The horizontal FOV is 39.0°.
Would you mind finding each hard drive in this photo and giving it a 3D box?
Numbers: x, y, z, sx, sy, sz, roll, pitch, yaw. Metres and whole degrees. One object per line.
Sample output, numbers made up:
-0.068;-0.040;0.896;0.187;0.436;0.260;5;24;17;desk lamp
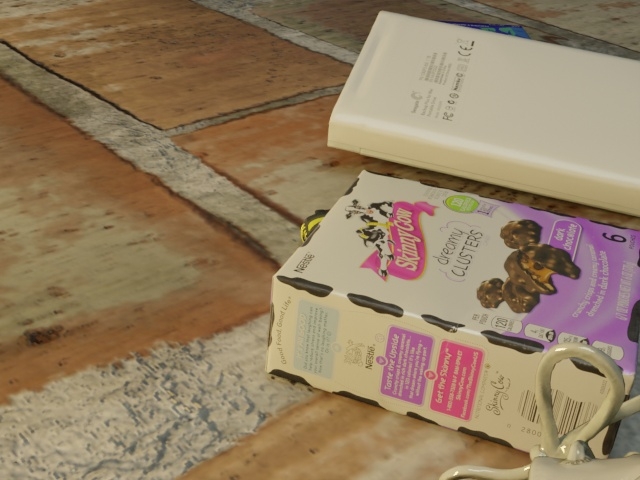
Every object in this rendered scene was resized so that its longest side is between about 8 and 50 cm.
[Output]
0.180;-0.119;0.811;0.308;0.040;0.203;14;44;8;hard drive

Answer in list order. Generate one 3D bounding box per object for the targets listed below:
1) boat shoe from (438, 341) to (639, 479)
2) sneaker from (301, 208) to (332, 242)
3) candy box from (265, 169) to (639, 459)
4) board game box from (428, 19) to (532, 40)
0.102;0.124;0.347;0.367;0.135;0.156;-22;32;-20;boat shoe
0.000;0.000;0.648;0.035;0.031;0.083;1;22;22;sneaker
0.088;0.036;0.548;0.196;0.070;0.165;14;31;15;candy box
0.159;-0.185;0.976;0.160;0.047;0.210;3;31;-4;board game box
